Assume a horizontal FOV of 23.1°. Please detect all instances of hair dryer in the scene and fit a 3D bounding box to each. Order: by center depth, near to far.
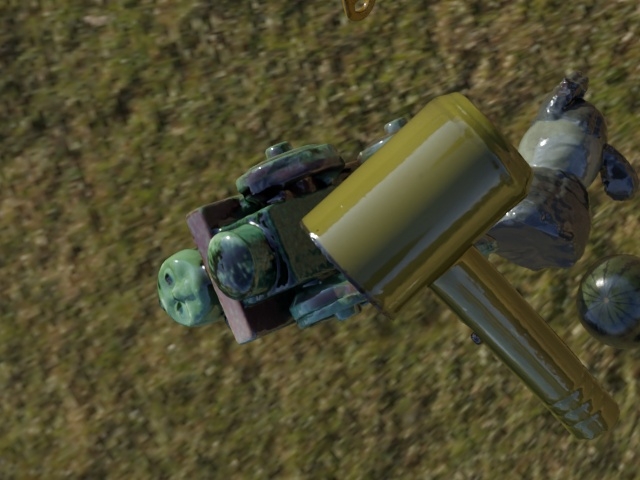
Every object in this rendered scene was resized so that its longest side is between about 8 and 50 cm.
[{"bbox_3d":[0.123,0.034,1.058,0.135,0.090,0.278,-43,118,2],"label":"hair dryer"}]

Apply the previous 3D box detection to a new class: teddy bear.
[{"bbox_3d":[0.297,-0.067,1.941,0.171,0.251,0.144,39,152,-10],"label":"teddy bear"}]

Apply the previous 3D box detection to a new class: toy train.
[{"bbox_3d":[0.000,0.000,1.296,0.221,0.304,0.150,-24,85,46],"label":"toy train"}]

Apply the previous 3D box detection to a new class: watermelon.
[{"bbox_3d":[0.253,0.052,1.306,0.078,0.111,0.078,-6,73,20],"label":"watermelon"}]

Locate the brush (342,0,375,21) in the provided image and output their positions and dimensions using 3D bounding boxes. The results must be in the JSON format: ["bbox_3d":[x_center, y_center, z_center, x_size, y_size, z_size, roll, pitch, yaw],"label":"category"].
[{"bbox_3d":[0.015,-0.311,1.483,0.013,0.103,0.272,35,157,35],"label":"brush"}]
